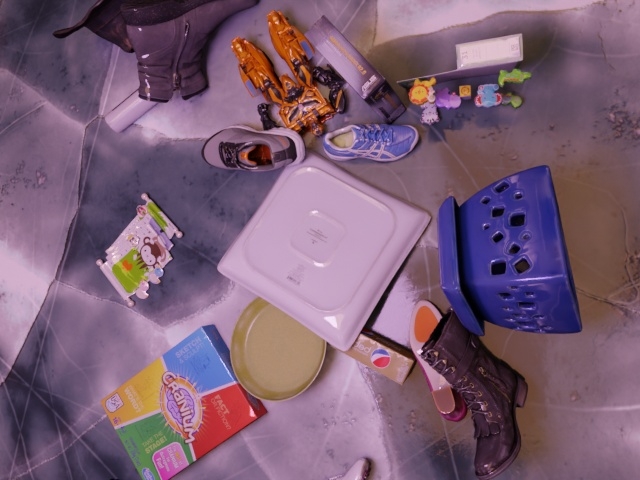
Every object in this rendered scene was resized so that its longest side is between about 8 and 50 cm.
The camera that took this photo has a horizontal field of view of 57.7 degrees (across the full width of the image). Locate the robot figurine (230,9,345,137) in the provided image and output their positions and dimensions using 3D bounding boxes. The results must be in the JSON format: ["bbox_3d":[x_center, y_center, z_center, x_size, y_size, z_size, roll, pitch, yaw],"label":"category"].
[{"bbox_3d":[-0.075,-0.356,1.304,0.211,0.085,0.290,-33,78,12],"label":"robot figurine"}]

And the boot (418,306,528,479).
[{"bbox_3d":[0.267,0.276,1.076,0.229,0.263,0.091,43,133,-9],"label":"boot"}]

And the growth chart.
[{"bbox_3d":[-0.436,0.028,1.409,0.172,0.021,0.237,40,97,14],"label":"growth chart"}]

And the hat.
[{"bbox_3d":[-0.455,-0.522,1.367,0.331,0.331,0.134,-30,117,11],"label":"hat"}]

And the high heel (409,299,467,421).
[{"bbox_3d":[0.248,0.246,1.196,0.082,0.117,0.244,-24,59,14],"label":"high heel"}]

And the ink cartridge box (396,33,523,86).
[{"bbox_3d":[0.276,-0.352,1.161,0.235,0.171,0.056,-4,98,15],"label":"ink cartridge box"}]

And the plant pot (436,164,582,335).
[{"bbox_3d":[0.338,0.036,1.059,0.212,0.236,0.235,-12,54,23],"label":"plant pot"}]

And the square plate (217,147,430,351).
[{"bbox_3d":[0.000,0.000,1.237,0.347,0.049,0.344,30,81,17],"label":"square plate"}]

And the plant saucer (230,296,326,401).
[{"bbox_3d":[-0.088,0.227,1.264,0.241,0.037,0.240,-8,72,26],"label":"plant saucer"}]

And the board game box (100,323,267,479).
[{"bbox_3d":[-0.316,0.378,1.326,0.317,0.064,0.242,-37,77,10],"label":"board game box"}]

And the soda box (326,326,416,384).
[{"bbox_3d":[0.108,0.229,1.219,0.181,0.061,0.058,27,99,16],"label":"soda box"}]

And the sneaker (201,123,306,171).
[{"bbox_3d":[-0.167,-0.199,1.277,0.272,0.108,0.100,4,114,35],"label":"sneaker"}]

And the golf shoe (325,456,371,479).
[{"bbox_3d":[0.035,0.526,1.216,0.086,0.067,0.186,34,95,17],"label":"golf shoe"}]

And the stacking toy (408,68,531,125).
[{"bbox_3d":[0.294,-0.281,1.154,0.221,0.167,0.052,-3,87,14],"label":"stacking toy"}]

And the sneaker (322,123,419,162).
[{"bbox_3d":[0.105,-0.210,1.245,0.211,0.081,0.080,-6,83,13],"label":"sneaker"}]

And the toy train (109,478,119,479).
[{"bbox_3d":[-0.437,0.607,1.363,0.158,0.027,0.036,26,82,16],"label":"toy train"}]

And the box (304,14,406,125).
[{"bbox_3d":[0.078,-0.338,1.185,0.056,0.231,0.183,-42,76,12],"label":"box"}]

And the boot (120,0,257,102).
[{"bbox_3d":[-0.287,-0.458,1.344,0.118,0.338,0.222,36,141,43],"label":"boot"}]

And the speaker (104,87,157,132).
[{"bbox_3d":[-0.461,-0.323,1.424,0.136,0.055,0.055,-35,78,11],"label":"speaker"}]
